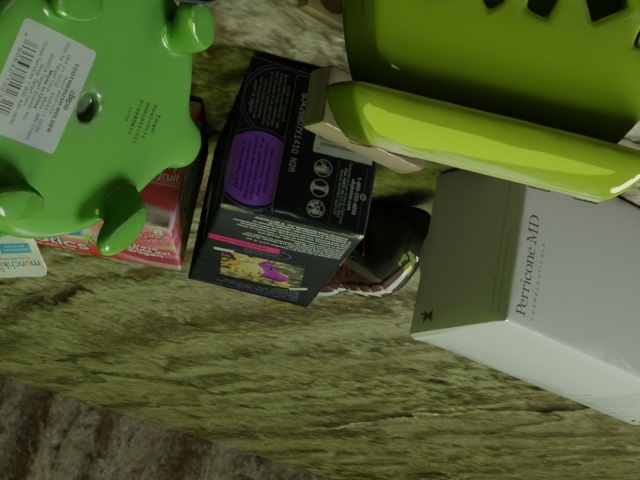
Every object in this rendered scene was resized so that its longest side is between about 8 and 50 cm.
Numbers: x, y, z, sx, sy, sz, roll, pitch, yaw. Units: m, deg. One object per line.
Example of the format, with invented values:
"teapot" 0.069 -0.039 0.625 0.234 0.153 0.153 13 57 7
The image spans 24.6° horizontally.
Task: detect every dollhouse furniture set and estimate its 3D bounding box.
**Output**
"dollhouse furniture set" 0.069 -0.155 1.163 0.144 0.151 0.123 22 158 -37

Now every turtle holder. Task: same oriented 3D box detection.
"turtle holder" -0.223 -0.142 1.200 0.227 0.243 0.320 25 -148 30

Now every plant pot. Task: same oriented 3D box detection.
"plant pot" 0.119 -0.145 0.974 0.227 0.207 0.228 13 -175 -6

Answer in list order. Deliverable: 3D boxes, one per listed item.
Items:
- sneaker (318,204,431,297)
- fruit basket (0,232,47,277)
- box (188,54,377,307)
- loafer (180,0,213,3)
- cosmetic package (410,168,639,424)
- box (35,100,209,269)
"sneaker" 0.000 0.000 1.742 0.162 0.106 0.281 23 159 -24
"fruit basket" -0.459 -0.096 1.411 0.353 0.165 0.327 2 128 29
"box" -0.039 -0.052 1.504 0.143 0.165 0.270 14 162 -8
"loafer" -0.127 -0.265 1.032 0.095 0.109 0.302 -8 152 33
"cosmetic package" 0.290 0.064 1.618 0.365 0.197 0.155 22 159 -34
"box" -0.282 -0.084 1.577 0.299 0.154 0.142 11 161 3
